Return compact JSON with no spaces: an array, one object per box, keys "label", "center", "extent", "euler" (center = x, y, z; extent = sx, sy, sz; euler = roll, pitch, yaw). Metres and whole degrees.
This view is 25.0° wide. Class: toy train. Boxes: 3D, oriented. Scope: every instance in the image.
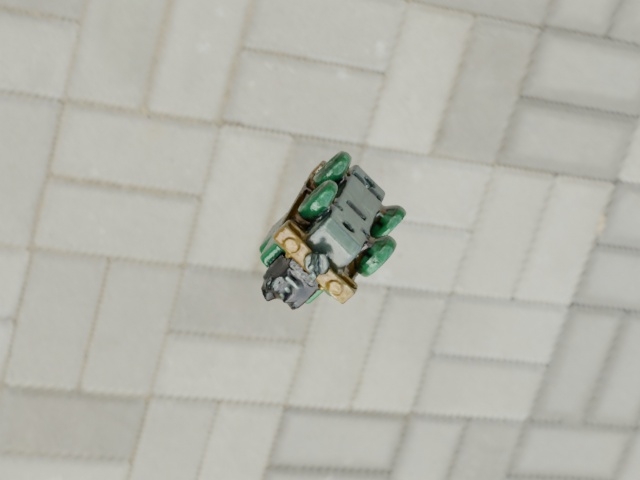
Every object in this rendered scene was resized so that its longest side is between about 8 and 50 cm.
[{"label":"toy train","center":[0.000,0.000,1.350],"extent":[0.091,0.227,0.136],"euler":[44,115,-8]}]
